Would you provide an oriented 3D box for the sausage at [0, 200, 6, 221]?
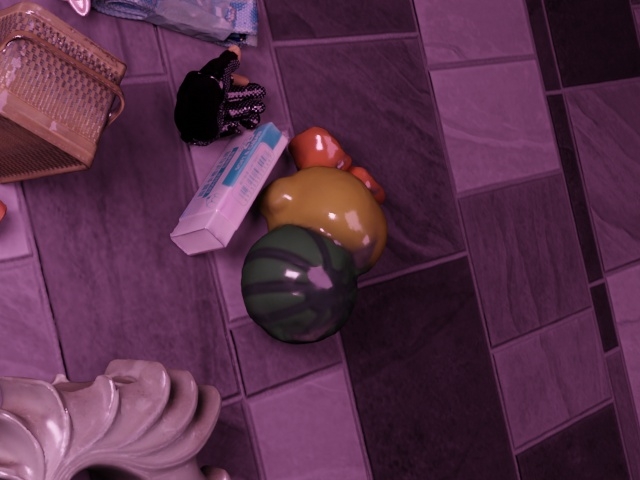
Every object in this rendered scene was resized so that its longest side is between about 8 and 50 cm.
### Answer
[{"bbox_3d":[-0.474,-0.071,1.388,0.169,0.065,0.065,43,55,-29],"label":"sausage"}]

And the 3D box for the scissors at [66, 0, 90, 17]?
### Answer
[{"bbox_3d":[-0.395,-0.458,1.527,0.160,0.024,0.317,-41,100,-2],"label":"scissors"}]

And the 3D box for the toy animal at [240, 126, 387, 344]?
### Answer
[{"bbox_3d":[0.001,0.001,1.740,0.216,0.191,0.338,42,56,-31],"label":"toy animal"}]

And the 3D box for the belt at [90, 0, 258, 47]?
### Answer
[{"bbox_3d":[-0.209,-0.351,1.680,0.302,0.087,0.072,7,76,-43],"label":"belt"}]

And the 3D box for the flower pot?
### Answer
[{"bbox_3d":[-0.279,0.283,1.433,0.368,0.165,0.254,-6,92,-45],"label":"flower pot"}]

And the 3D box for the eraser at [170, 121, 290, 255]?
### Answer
[{"bbox_3d":[-0.135,-0.080,1.691,0.052,0.096,0.225,47,53,-27],"label":"eraser"}]

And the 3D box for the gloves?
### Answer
[{"bbox_3d":[-0.157,-0.222,1.716,0.180,0.106,0.129,-50,121,-70],"label":"gloves"}]

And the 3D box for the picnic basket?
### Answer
[{"bbox_3d":[-0.374,-0.173,1.364,0.165,0.267,0.139,33,66,-38],"label":"picnic basket"}]
